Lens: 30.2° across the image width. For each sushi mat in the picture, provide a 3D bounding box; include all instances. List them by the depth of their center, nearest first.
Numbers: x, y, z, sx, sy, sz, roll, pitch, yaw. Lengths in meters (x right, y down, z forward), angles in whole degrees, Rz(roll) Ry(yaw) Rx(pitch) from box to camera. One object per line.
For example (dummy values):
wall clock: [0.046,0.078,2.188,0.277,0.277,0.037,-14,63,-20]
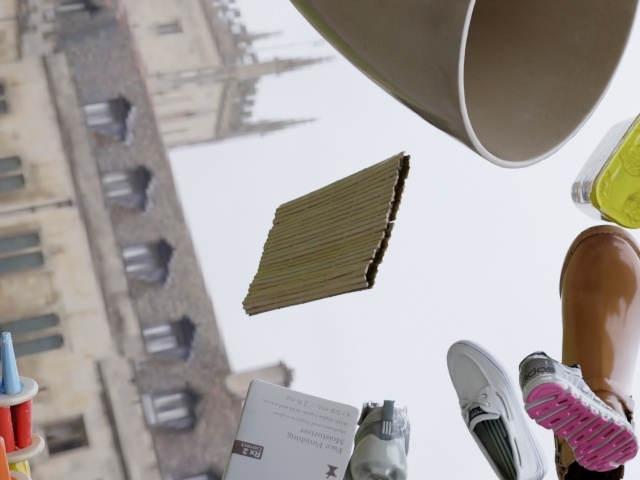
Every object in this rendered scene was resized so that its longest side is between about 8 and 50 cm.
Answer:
sushi mat: [0.000,0.000,1.337,0.316,0.019,0.151,-19,-130,62]

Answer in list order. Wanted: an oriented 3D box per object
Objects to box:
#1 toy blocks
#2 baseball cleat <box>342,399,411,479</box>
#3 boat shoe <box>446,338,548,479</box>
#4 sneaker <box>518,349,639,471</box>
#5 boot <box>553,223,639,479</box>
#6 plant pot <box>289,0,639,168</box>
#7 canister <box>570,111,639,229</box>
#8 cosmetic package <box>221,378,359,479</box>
toy blocks: [-0.247,0.157,0.919,0.123,0.054,0.148,-108,-165,-73]
baseball cleat: [0.058,0.223,1.150,0.206,0.072,0.109,105,-1,-55]
boat shoe: [0.236,0.237,1.641,0.083,0.076,0.226,-46,-114,32]
sneaker: [0.245,0.159,1.137,0.063,0.170,0.075,-39,-146,21]
boot: [0.296,0.146,1.287,0.220,0.109,0.283,-61,159,-61]
plant pot: [0.102,-0.228,1.058,0.274,0.256,0.256,27,-50,38]
canister: [0.322,-0.075,1.229,0.126,0.073,0.170,-56,179,3]
cosmetic package: [-0.049,0.308,1.525,0.151,0.151,0.184,106,-2,-47]
